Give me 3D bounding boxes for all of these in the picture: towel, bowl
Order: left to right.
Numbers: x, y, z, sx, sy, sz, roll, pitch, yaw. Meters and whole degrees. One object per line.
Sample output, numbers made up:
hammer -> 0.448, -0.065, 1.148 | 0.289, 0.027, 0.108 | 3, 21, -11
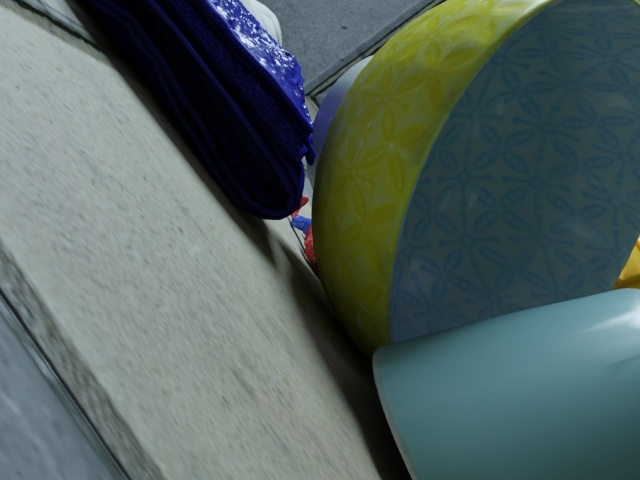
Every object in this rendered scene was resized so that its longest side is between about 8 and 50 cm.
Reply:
towel -> -0.082, -0.144, 0.966 | 0.227, 0.076, 0.308 | 53, 5, -14
bowl -> 0.085, -0.047, 0.958 | 0.156, 0.289, 0.289 | 29, -12, 37
bowl -> 0.176, 0.148, 0.771 | 0.311, 0.163, 0.311 | 55, 7, -10

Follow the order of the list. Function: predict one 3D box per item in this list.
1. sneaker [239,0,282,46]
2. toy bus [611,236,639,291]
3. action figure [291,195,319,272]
sneaker -> -0.090, -0.205, 1.441 | 0.212, 0.080, 0.094 | 62, 21, -60
toy bus -> 0.163, 0.044, 1.224 | 0.211, 0.220, 0.149 | 39, 19, -49
action figure -> 0.000, 0.000, 1.041 | 0.038, 0.030, 0.115 | 57, 5, -24
